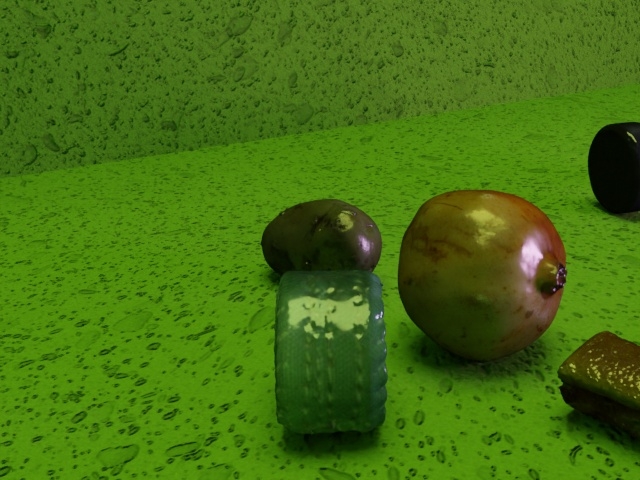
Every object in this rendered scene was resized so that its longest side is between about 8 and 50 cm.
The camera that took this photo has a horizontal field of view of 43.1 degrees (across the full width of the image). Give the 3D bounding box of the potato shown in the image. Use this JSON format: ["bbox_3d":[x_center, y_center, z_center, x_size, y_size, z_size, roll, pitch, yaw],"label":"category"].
[{"bbox_3d":[0.000,0.000,1.529,0.262,0.165,0.165,11,24,39],"label":"potato"}]

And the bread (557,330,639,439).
[{"bbox_3d":[0.401,0.188,1.011,0.132,0.103,0.172,-25,28,-35],"label":"bread"}]

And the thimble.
[{"bbox_3d":[0.014,0.149,1.063,0.143,0.198,0.235,0,48,3],"label":"thimble"}]

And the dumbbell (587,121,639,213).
[{"bbox_3d":[0.802,-0.179,1.852,0.323,0.203,0.204,-8,20,-13],"label":"dumbbell"}]

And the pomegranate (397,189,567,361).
[{"bbox_3d":[0.242,0.050,1.209,0.264,0.264,0.264,-3,19,1],"label":"pomegranate"}]
